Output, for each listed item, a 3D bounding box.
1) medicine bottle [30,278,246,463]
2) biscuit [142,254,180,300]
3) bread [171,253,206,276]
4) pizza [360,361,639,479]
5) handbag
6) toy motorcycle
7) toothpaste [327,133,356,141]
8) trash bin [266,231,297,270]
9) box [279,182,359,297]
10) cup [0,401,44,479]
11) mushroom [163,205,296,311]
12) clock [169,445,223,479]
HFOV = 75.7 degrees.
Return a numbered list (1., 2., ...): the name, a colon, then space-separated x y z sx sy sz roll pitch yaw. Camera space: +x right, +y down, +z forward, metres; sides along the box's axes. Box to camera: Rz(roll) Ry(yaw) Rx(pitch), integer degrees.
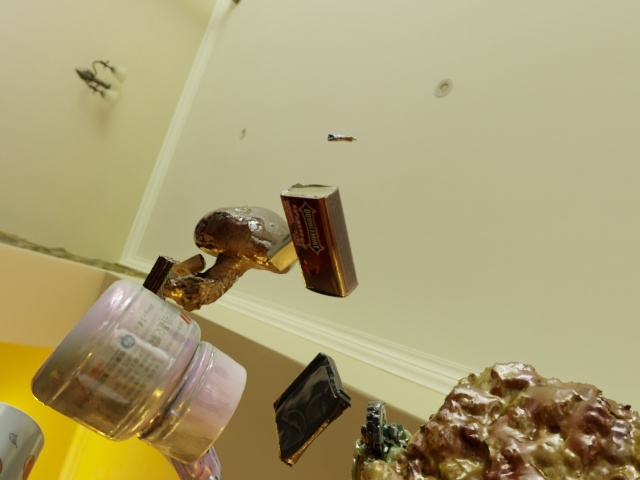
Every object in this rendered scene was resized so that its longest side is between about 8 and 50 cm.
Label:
1. medicine bottle: -0.315 0.244 0.757 0.241 0.302 0.241 -45 -163 18
2. biscuit: -0.612 0.178 1.533 0.070 0.106 0.252 27 -98 8
3. bread: -0.393 0.084 1.236 0.103 0.049 0.062 -27 -141 -6
4. pizza: 0.246 0.257 0.487 0.409 0.114 0.277 -12 -155 29
5. handbag: -0.025 0.451 1.114 0.247 0.080 0.223 -49 -159 6
6. toy motorcycle: 0.163 0.565 1.012 0.169 0.410 0.236 -8 -133 14
7. toothpaste: 0.060 -0.287 1.157 0.019 0.083 0.027 102 -10 -62
8. trash bin: -0.080 0.026 1.013 0.092 0.061 0.043 -40 -149 4
9. box: 0.000 0.000 0.822 0.120 0.224 0.069 11 -145 37
10. cup: -0.602 0.435 0.622 0.212 0.212 0.317 -50 -155 17
11. mushroom: -0.232 0.054 1.246 0.331 0.334 0.356 -14 -117 30
12. clock: -0.313 0.504 1.004 0.247 0.090 0.227 61 -20 9
